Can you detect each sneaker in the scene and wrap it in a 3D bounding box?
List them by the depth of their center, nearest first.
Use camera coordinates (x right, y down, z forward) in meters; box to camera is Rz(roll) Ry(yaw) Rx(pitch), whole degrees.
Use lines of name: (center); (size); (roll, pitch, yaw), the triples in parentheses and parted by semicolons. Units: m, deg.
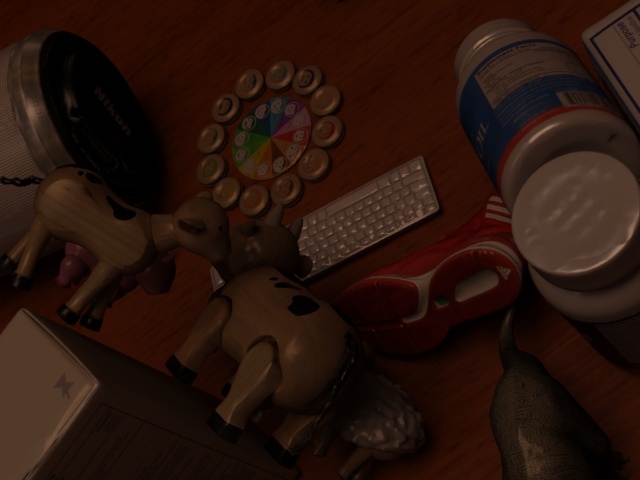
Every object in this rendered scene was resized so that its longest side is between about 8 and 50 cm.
sneaker: (0.120, 0.029, 1.235); (0.221, 0.087, 0.128); (-17, 20, 43)

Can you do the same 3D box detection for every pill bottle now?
pill bottle: (0.236, 0.020, 1.063); (0.121, 0.221, 0.121); (-13, 62, 26)
pill bottle: (0.191, -0.109, 1.190); (0.124, 0.124, 0.221); (-35, 33, 12)

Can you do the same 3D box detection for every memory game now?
memory game: (-0.056, -0.110, 1.430); (0.186, 0.012, 0.186); (-13, 62, 25)

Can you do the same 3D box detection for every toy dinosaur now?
toy dinosaur: (0.185, 0.176, 1.060); (0.121, 0.160, 0.313); (-8, 65, 28)

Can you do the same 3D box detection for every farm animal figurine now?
farm animal figurine: (-0.075, 0.048, 1.162); (0.327, 0.330, 0.172); (39, 97, 36)

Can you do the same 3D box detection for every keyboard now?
keyboard: (0.000, 0.000, 1.343); (0.256, 0.014, 0.072); (-28, 57, 17)

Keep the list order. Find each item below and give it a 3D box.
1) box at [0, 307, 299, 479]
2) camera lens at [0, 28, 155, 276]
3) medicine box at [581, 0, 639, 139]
box: (-0.170, 0.188, 1.169); (0.121, 0.311, 0.148); (38, 90, 37)
camera lens: (-0.335, -0.086, 1.454); (0.274, 0.219, 0.219); (-23, 58, 20)
medicine box: (0.406, -0.123, 1.075); (0.289, 0.149, 0.263); (-34, 55, 14)
